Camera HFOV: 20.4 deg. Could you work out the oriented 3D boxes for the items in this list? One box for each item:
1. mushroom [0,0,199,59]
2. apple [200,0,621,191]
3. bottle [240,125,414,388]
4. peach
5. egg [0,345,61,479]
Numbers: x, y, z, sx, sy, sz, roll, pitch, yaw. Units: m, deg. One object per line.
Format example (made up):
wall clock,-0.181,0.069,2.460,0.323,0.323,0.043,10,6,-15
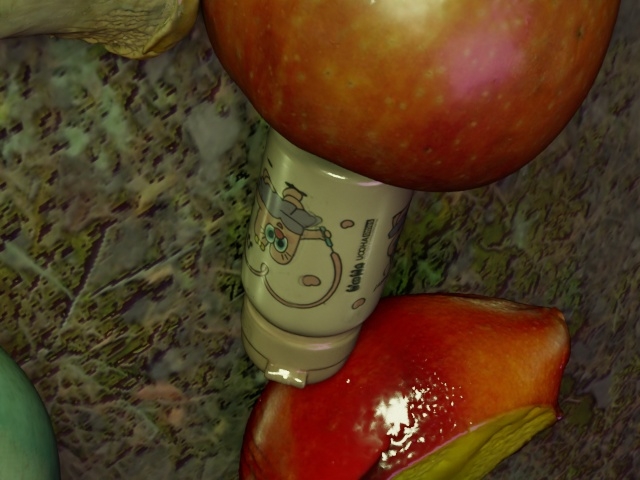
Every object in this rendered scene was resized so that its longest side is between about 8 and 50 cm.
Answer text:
mushroom,-0.188,-0.144,0.780,0.351,0.095,0.122,5,106,-50
apple,0.054,-0.145,0.907,0.230,0.230,0.230,-28,146,-21
bottle,0.000,0.000,1.153,0.110,0.097,0.209,-73,179,-47
peach,0.049,0.121,1.278,0.267,0.159,0.154,-41,159,15
egg,-0.236,0.114,0.955,0.169,0.169,0.236,-43,150,1
